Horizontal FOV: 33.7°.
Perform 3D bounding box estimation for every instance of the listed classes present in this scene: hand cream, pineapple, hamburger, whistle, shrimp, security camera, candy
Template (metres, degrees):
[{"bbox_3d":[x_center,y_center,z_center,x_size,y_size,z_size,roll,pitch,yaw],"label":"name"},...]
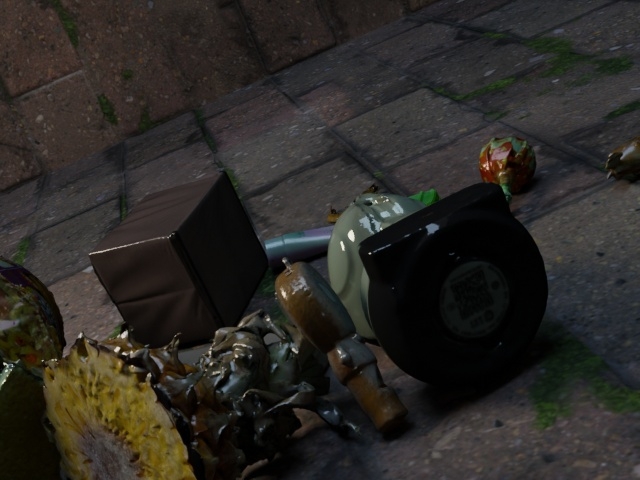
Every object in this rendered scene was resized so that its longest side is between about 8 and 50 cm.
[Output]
[{"bbox_3d":[0.000,0.000,1.657,0.174,0.047,0.076,-15,17,-2],"label":"hand cream"},{"bbox_3d":[-0.102,0.166,1.087,0.262,0.262,0.272,-4,13,44],"label":"pineapple"},{"bbox_3d":[-0.336,0.223,1.165,0.192,0.288,0.168,-58,29,-5],"label":"hamburger"},{"bbox_3d":[0.015,0.106,1.113,0.057,0.220,0.107,-38,-21,5],"label":"whistle"},{"bbox_3d":[0.467,-0.120,1.412,0.188,0.051,0.132,-22,18,-6],"label":"shrimp"},{"bbox_3d":[0.053,-0.063,1.792,0.083,0.023,0.114,-9,27,43],"label":"shrimp"},{"bbox_3d":[0.105,0.043,1.179,0.197,0.191,0.277,-28,17,-16],"label":"security camera"},{"bbox_3d":[0.263,-0.061,1.484,0.084,0.078,0.287,-6,30,13],"label":"candy"}]

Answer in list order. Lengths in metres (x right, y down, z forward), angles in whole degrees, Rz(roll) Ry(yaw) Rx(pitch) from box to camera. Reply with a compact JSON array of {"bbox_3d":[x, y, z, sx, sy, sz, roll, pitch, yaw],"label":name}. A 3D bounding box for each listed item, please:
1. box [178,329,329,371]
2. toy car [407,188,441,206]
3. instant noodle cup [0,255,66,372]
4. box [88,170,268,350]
[{"bbox_3d":[-0.111,0.165,1.301,0.244,0.055,0.103,-14,20,25],"label":"box"},{"bbox_3d":[0.107,-0.022,1.547,0.165,0.062,0.071,-17,20,19],"label":"toy car"},{"bbox_3d":[-0.481,0.155,1.405,0.340,0.339,0.266,-23,8,1],"label":"instant noodle cup"},{"bbox_3d":[-0.204,0.030,1.582,0.153,0.188,0.252,-16,22,20],"label":"box"}]
